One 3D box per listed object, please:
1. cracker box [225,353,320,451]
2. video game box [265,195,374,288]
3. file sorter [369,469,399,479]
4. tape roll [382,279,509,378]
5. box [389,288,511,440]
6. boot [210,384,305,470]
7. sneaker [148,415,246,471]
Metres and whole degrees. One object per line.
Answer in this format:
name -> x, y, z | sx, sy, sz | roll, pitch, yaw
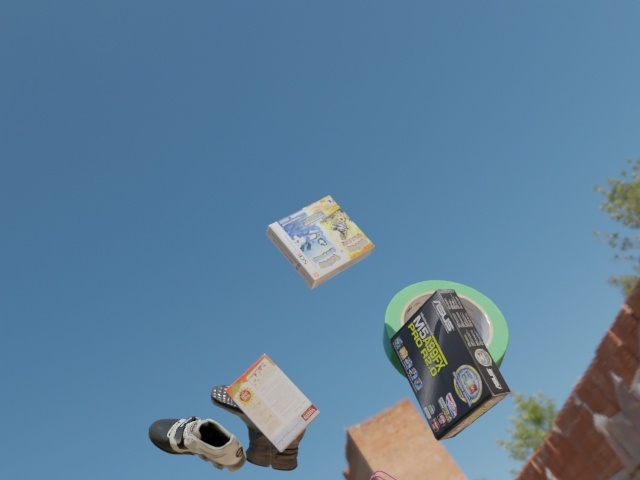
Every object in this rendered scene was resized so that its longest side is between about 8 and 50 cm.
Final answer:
cracker box -> -0.136, 0.461, 1.929 | 0.155, 0.232, 0.067 | -42, -12, -16
video game box -> 0.000, 0.000, 1.681 | 0.205, 0.187, 0.048 | -29, -20, -33
file sorter -> 0.219, 0.990, 2.465 | 0.182, 0.202, 0.290 | -65, -14, 11
tape roll -> 0.324, 0.243, 1.778 | 0.321, 0.321, 0.077 | -21, -42, -22
box -> 0.282, 0.279, 1.536 | 0.060, 0.270, 0.216 | 0, -38, -34
boot -> -0.216, 0.612, 2.179 | 0.118, 0.338, 0.223 | -53, -18, -67
sneaker -> -0.384, 0.587, 2.078 | 0.122, 0.330, 0.146 | -62, -26, -44
